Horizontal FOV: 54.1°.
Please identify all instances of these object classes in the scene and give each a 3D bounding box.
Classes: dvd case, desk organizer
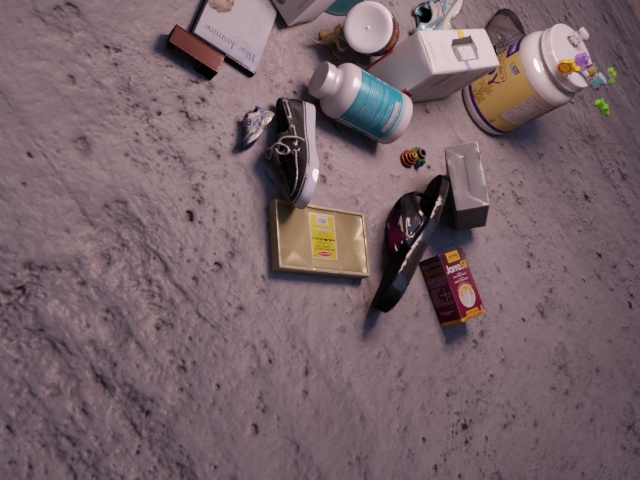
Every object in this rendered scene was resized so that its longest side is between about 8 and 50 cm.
[{"bbox_3d":[-0.207,-0.547,1.546,0.180,0.022,0.253,28,60,-26],"label":"dvd case"},{"bbox_3d":[-0.289,-0.428,1.431,0.130,0.047,0.050,29,62,-25],"label":"desk organizer"}]

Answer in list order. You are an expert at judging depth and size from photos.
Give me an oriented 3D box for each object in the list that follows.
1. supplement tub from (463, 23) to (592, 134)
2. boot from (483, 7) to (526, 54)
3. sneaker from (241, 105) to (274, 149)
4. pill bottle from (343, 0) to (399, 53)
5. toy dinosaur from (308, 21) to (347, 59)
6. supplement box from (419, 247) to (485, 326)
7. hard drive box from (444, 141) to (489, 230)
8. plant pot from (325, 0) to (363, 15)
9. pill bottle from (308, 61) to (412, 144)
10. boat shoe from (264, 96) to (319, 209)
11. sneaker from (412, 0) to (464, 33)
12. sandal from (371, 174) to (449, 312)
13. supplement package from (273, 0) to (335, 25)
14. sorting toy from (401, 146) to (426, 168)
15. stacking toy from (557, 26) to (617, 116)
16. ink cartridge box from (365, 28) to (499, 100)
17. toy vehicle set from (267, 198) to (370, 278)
[{"bbox_3d":[0.640,-0.496,1.950,0.241,0.331,0.241,13,67,-33],"label":"supplement tub"},{"bbox_3d":[0.676,-0.625,2.177,0.338,0.118,0.223,41,57,-5],"label":"boot"},{"bbox_3d":[-0.162,-0.267,1.474,0.058,0.052,0.135,35,49,-11],"label":"sneaker"},{"bbox_3d":[0.145,-0.567,1.695,0.130,0.130,0.246,58,18,-6],"label":"pill bottle"},{"bbox_3d":[0.030,-0.541,1.711,0.092,0.053,0.183,44,45,2],"label":"toy dinosaur"},{"bbox_3d":[0.356,0.125,1.694,0.104,0.080,0.188,-15,84,-38],"label":"supplement box"},{"bbox_3d":[0.403,-0.144,1.733,0.232,0.089,0.181,45,37,-73],"label":"hard drive box"},{"bbox_3d":[0.085,-0.798,1.696,0.271,0.255,0.272,12,68,-33],"label":"plant pot"},{"bbox_3d":[0.101,-0.364,1.630,0.264,0.146,0.146,22,63,-30],"label":"pill bottle"},{"bbox_3d":[-0.070,-0.215,1.473,0.104,0.113,0.306,14,61,-24],"label":"boat shoe"},{"bbox_3d":[0.366,-0.725,1.973,0.122,0.110,0.283,31,59,-20],"label":"sneaker"},{"bbox_3d":[0.220,-0.025,1.603,0.107,0.167,0.446,31,57,-3],"label":"sandal"},{"bbox_3d":[-0.069,-0.700,1.609,0.244,0.139,0.134,57,41,-3],"label":"supplement package"},{"bbox_3d":[0.277,-0.239,1.783,0.102,0.042,0.061,-24,90,-39],"label":"sorting toy"},{"bbox_3d":[0.772,-0.483,1.802,0.221,0.052,0.167,41,57,-21],"label":"stacking toy"},{"bbox_3d":[0.318,-0.492,1.783,0.306,0.226,0.131,-19,87,-40],"label":"ink cartridge box"},{"bbox_3d":[0.000,0.000,1.504,0.266,0.035,0.166,8,70,-34],"label":"toy vehicle set"}]
